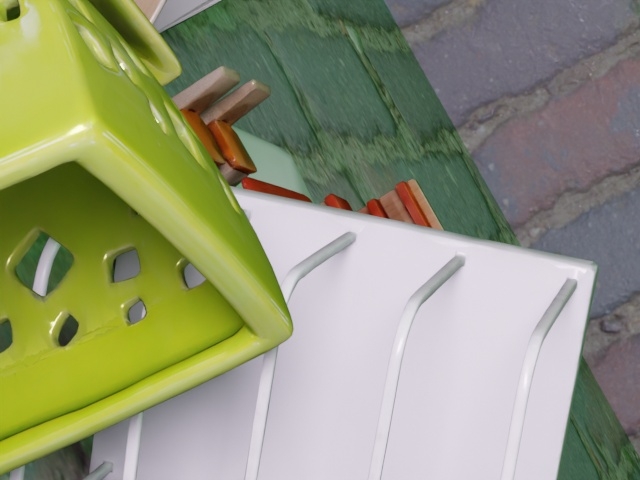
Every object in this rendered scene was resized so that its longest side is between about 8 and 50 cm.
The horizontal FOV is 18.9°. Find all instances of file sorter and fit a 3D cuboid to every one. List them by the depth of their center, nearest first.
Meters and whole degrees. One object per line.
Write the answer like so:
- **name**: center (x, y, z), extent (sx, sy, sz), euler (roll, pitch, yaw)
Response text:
- **file sorter**: center (-0.013, 0.091, 1.047), extent (0.173, 0.277, 0.193), euler (-33, 134, -71)

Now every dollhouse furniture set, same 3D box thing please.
- **dollhouse furniture set**: center (0.000, 0.000, 1.475), extent (0.262, 0.135, 0.259), euler (61, 13, 12)

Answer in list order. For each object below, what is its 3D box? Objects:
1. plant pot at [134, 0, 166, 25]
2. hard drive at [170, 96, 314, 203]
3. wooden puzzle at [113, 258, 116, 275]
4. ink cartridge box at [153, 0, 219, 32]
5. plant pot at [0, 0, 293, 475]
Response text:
- **plant pot**: center (-0.231, -0.208, 1.078), extent (0.191, 0.284, 0.284), euler (34, -1, 31)
- **hard drive**: center (-0.059, -0.013, 1.672), extent (0.203, 0.040, 0.307), euler (64, 14, 16)
- **wooden puzzle**: center (-0.159, -0.015, 1.384), extent (0.078, 0.014, 0.116), euler (40, 24, -43)
- **ink cartridge box**: center (-0.165, -0.302, 1.764), extent (0.219, 0.092, 0.160), euler (59, 14, -6)
- **plant pot**: center (-0.171, -0.035, 0.891), extent (0.227, 0.228, 0.207), euler (51, 19, -57)
